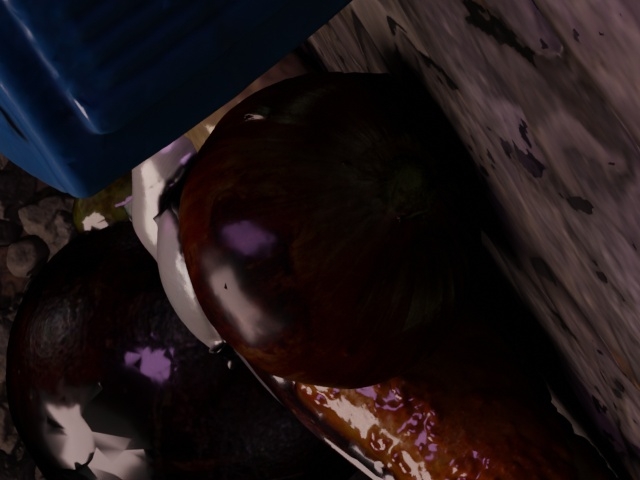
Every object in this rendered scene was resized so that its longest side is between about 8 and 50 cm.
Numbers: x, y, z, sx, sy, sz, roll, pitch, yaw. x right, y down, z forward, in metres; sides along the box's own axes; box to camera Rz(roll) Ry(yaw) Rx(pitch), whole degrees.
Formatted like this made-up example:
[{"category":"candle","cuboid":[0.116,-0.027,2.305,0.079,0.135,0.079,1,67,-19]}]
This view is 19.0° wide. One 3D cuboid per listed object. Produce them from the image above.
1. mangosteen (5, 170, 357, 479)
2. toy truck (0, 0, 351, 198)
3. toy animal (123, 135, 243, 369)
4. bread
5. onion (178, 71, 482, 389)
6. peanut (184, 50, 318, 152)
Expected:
[{"category":"mangosteen","cuboid":[-0.095,0.083,1.461,0.330,0.330,0.330,58,177,5]},{"category":"toy truck","cuboid":[-0.131,-0.200,0.540,0.162,0.161,0.385,33,157,55]},{"category":"toy animal","cuboid":[-0.046,-0.010,1.141,0.179,0.138,0.166,48,154,46]},{"category":"bread","cuboid":[0.046,0.056,0.796,0.139,0.095,0.269,12,-156,-51]},{"category":"onion","cuboid":[0.000,0.000,0.705,0.117,0.118,0.118,44,176,6]},{"category":"peanut","cuboid":[-0.036,-0.070,0.986,0.082,0.082,0.187,59,176,-23]}]
